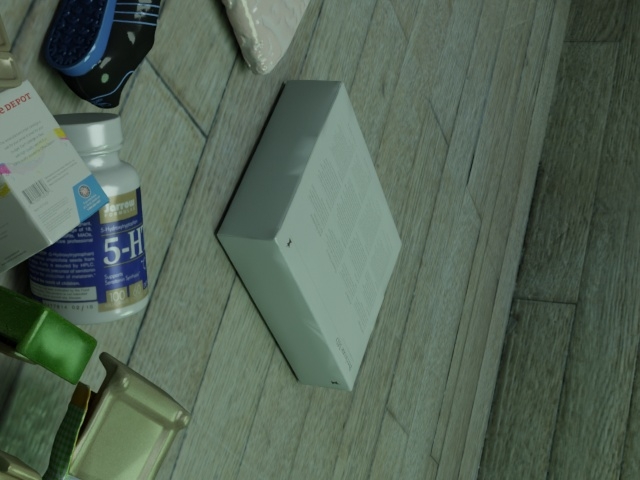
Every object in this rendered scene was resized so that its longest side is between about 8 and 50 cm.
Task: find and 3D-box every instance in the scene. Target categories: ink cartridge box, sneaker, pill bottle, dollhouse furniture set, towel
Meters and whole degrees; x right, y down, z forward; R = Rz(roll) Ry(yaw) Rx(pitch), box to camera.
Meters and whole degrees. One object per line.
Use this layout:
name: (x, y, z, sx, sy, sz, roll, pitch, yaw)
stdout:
ink cartridge box: (-0.267, -0.058, 0.888, 0.143, 0.090, 0.092, 57, 33, -10)
sneaker: (-0.200, -0.244, 1.074, 0.232, 0.081, 0.090, -68, 155, -19)
pill bottle: (-0.225, -0.023, 1.010, 0.112, 0.112, 0.187, -31, 123, -61)
dollhouse furniture set: (-0.268, 0.171, 0.938, 0.198, 0.151, 0.301, -64, 153, -16)
towel: (-0.074, -0.435, 1.347, 0.332, 0.053, 0.317, 68, 35, -47)

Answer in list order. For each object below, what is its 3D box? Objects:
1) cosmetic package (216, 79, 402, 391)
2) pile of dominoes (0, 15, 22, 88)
cosmetic package: (0.000, 0.000, 1.542, 0.377, 0.097, 0.284, 66, 35, -47)
pile of dominoes: (-0.344, -0.198, 0.771, 0.251, 0.040, 0.196, -15, 86, -63)
